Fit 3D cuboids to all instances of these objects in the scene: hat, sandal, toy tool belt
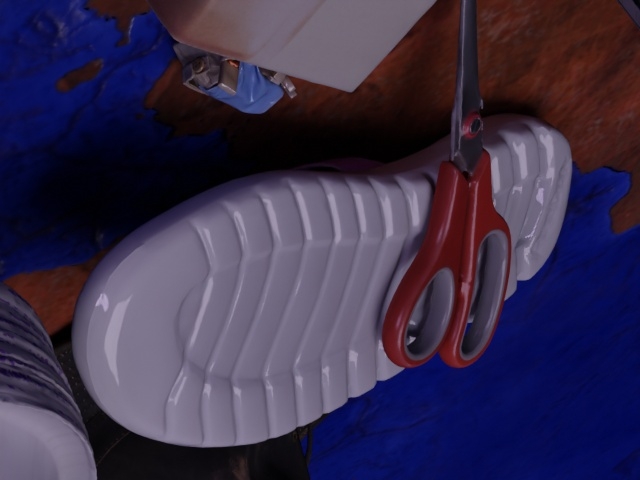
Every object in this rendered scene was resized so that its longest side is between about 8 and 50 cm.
[{"bbox_3d":[-0.086,0.168,1.288,0.331,0.134,0.331,-22,149,-14],"label":"hat"},{"bbox_3d":[-0.002,0.015,1.158,0.416,0.102,0.169,-15,120,-45],"label":"sandal"},{"bbox_3d":[-0.039,-0.089,1.030,0.052,0.051,0.083,-43,149,19],"label":"toy tool belt"}]

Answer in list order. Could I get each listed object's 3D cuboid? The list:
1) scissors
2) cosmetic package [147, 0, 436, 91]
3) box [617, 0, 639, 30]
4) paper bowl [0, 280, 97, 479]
[{"bbox_3d":[0.091,-0.056,1.132,0.109,0.021,0.297,-12,117,-45],"label":"scissors"},{"bbox_3d":[0.035,-0.223,0.800,0.296,0.153,0.129,-48,148,23],"label":"cosmetic package"},{"bbox_3d":[0.288,-0.116,1.053,0.169,0.290,0.087,-31,150,-2],"label":"box"},{"bbox_3d":[-0.247,0.146,0.935,0.284,0.148,0.284,-19,149,-12],"label":"paper bowl"}]
